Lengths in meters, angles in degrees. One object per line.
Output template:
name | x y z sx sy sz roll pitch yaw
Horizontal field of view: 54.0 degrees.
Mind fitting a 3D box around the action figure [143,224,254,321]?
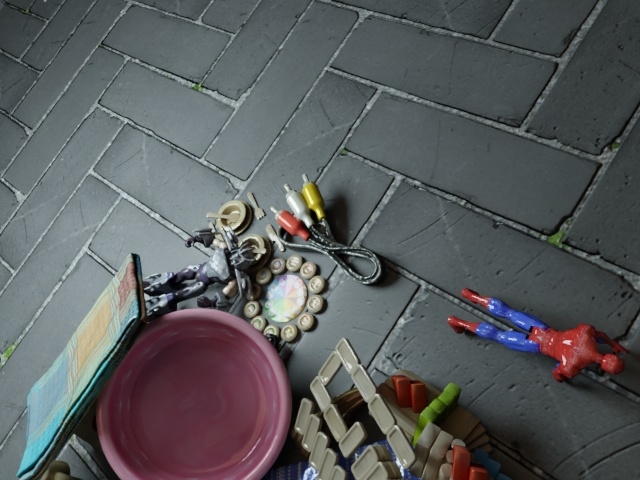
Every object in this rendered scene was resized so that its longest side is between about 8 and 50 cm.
action figure | -0.251 0.078 1.292 0.284 0.099 0.185 -26 58 20

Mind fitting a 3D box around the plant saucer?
plant saucer | -0.216 0.290 1.104 0.331 0.084 0.332 1 73 -4

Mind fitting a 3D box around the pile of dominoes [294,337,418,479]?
pile of dominoes | 0.054 0.308 0.976 0.196 0.040 0.251 -57 42 24

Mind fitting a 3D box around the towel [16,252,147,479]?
towel | -0.432 0.219 1.140 0.370 0.040 0.271 -54 29 9

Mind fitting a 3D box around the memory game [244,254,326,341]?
memory game | -0.072 0.114 1.245 0.186 0.012 0.186 -12 62 23

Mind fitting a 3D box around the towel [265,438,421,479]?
towel | 0.051 0.429 0.970 0.335 0.040 0.243 -21 39 18

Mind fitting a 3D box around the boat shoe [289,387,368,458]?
boat shoe | 0.029 0.308 1.071 0.178 0.064 0.060 -38 60 15

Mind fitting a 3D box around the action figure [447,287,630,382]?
action figure | 0.347 0.159 0.967 0.280 0.139 0.092 17 78 56

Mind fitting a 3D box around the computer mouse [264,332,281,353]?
computer mouse | -0.166 0.210 1.224 0.192 0.042 0.106 16 85 34

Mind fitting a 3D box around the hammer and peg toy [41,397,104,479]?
hammer and peg toy | -0.395 0.345 1.236 0.265 0.127 0.362 16 75 31

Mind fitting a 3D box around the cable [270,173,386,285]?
cable | 0.000 0.000 1.226 0.139 0.072 0.287 -46 55 8

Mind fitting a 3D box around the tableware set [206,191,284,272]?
tableware set | -0.172 -0.015 1.343 0.128 0.039 0.194 -37 55 7

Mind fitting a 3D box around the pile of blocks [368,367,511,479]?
pile of blocks | 0.204 0.306 0.899 0.148 0.113 0.362 -13 44 -20
